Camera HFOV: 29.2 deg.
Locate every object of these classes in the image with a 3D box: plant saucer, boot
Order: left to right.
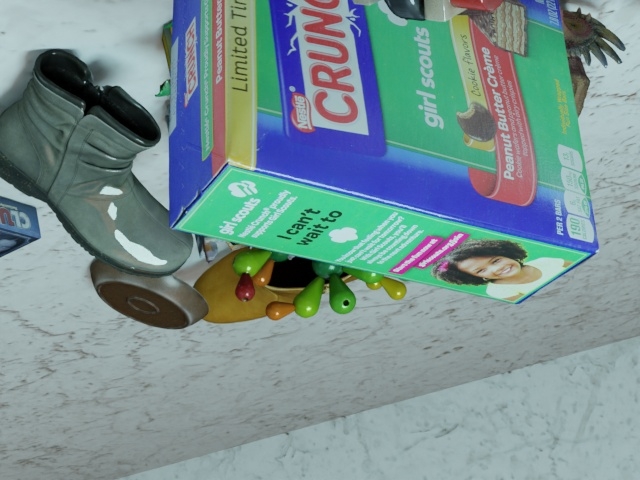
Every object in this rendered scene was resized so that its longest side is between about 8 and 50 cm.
[{"bbox_3d":[-0.197,-0.065,1.173,0.246,0.083,0.161,36,140,-20],"label":"boot"},{"bbox_3d":[-0.232,0.076,1.635,0.168,0.029,0.168,17,154,8],"label":"plant saucer"},{"bbox_3d":[-0.060,0.042,1.582,0.295,0.104,0.211,-20,179,12],"label":"boot"}]

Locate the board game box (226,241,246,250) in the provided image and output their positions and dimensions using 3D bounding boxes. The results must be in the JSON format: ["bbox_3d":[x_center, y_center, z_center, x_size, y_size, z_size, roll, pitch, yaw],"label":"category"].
[{"bbox_3d":[-0.065,-0.052,1.494,0.147,0.045,0.193,-16,161,3],"label":"board game box"}]

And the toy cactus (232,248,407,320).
[{"bbox_3d":[0.000,0.000,1.352,0.219,0.180,0.112,-6,141,-15],"label":"toy cactus"}]

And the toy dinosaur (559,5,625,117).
[{"bbox_3d":[0.237,-0.166,1.302,0.200,0.127,0.296,-57,167,10],"label":"toy dinosaur"}]

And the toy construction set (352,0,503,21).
[{"bbox_3d":[0.089,-0.246,0.818,0.309,0.257,0.237,-18,173,30],"label":"toy construction set"}]

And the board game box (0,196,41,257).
[{"bbox_3d":[-0.449,-0.014,1.338,0.165,0.042,0.243,-23,159,24],"label":"board game box"}]

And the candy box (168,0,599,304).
[{"bbox_3d":[0.046,-0.112,0.979,0.317,0.268,0.122,11,148,-23],"label":"candy box"}]

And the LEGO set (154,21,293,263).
[{"bbox_3d":[-0.005,-0.095,1.194,0.331,0.192,0.255,-6,159,-23],"label":"LEGO set"}]
